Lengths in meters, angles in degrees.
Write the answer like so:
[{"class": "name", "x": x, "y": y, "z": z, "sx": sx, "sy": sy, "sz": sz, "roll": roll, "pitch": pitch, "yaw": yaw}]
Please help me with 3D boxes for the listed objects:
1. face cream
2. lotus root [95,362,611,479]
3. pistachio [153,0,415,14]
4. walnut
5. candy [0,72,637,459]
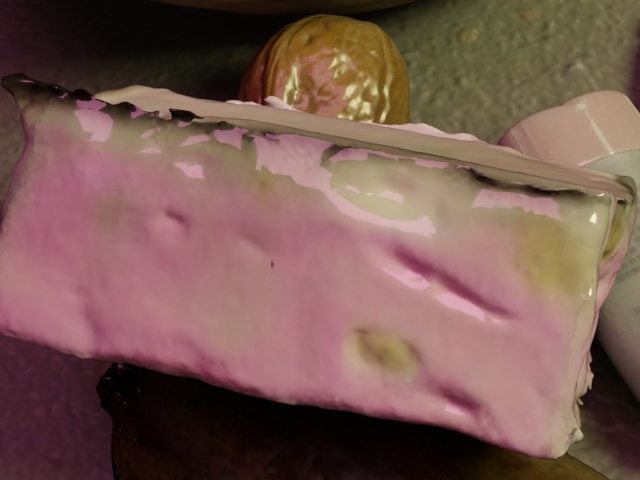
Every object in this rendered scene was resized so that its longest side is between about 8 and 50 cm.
[{"class": "face cream", "x": 0.163, "y": 0.013, "z": 0.624, "sx": 0.084, "sy": 0.057, "sz": 0.198, "roll": -19, "pitch": 56, "yaw": -5}, {"class": "lotus root", "x": 0.029, "y": 0.122, "z": 0.566, "sx": 0.329, "sy": 0.078, "sz": 0.167, "roll": 27, "pitch": 65, "yaw": 23}, {"class": "pistachio", "x": -0.024, "y": -0.280, "z": 0.701, "sx": 0.446, "sy": 0.281, "sz": 0.365, "roll": 6, "pitch": 48, "yaw": 8}, {"class": "walnut", "x": 0.001, "y": -0.065, "z": 0.674, "sx": 0.105, "sy": 0.105, "sz": 0.124, "roll": 9, "pitch": 76, "yaw": 14}, {"class": "candy", "x": 0.000, "y": 0.000, "z": 0.549, "sx": 0.265, "sy": 0.155, "sz": 0.115, "roll": 10, "pitch": 98, "yaw": 13}]
